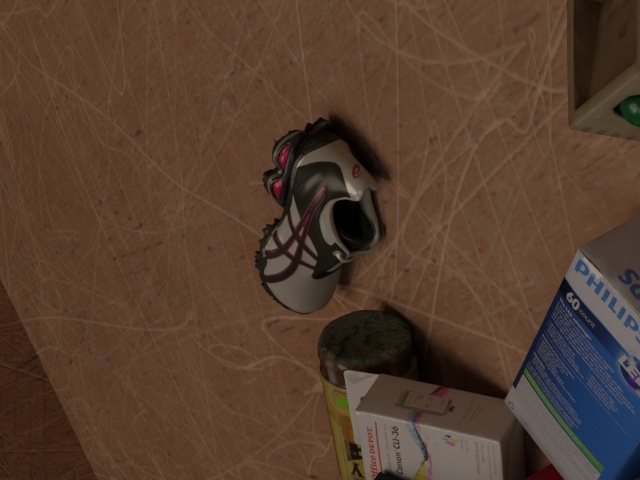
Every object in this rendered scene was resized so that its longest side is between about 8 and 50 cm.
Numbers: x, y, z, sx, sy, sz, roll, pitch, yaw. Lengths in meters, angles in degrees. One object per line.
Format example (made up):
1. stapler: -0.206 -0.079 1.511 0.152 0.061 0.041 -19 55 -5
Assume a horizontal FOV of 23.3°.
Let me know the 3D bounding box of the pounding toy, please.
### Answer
1. pounding toy: 0.234 -0.120 1.065 0.130 0.100 0.141 136 139 -66

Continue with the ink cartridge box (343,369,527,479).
1. ink cartridge box: 0.106 0.209 1.598 0.198 0.067 0.115 10 128 26

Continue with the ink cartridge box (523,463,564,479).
1. ink cartridge box: 0.280 0.386 1.443 0.306 0.131 0.226 44 149 42

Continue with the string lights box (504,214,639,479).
1. string lights box: 0.248 0.109 1.303 0.133 0.077 0.259 53 154 23

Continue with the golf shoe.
1. golf shoe: 0.000 0.000 1.688 0.120 0.105 0.272 40 148 31

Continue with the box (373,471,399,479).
1. box: 0.079 0.401 1.610 0.143 0.165 0.270 22 138 22

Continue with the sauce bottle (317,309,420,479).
1. sauce bottle: 0.074 0.245 1.764 0.111 0.111 0.344 34 144 50
